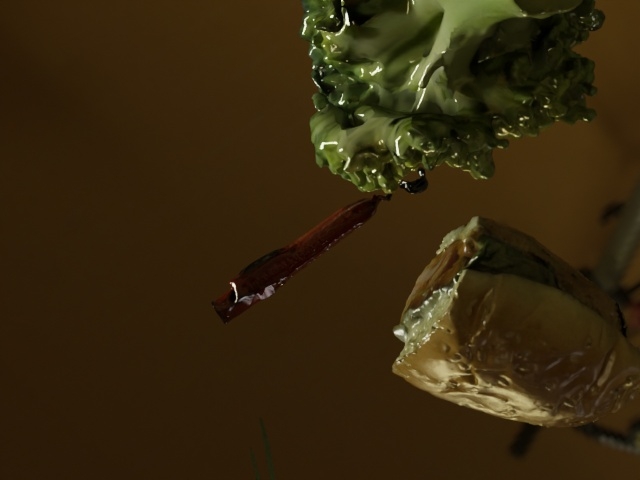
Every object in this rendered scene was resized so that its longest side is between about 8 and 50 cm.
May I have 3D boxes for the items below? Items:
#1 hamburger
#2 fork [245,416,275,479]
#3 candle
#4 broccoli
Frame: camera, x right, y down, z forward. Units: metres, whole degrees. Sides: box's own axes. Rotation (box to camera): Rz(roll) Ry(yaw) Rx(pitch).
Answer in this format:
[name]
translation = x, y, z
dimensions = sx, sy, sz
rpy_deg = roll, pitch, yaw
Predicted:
[hamburger]
translation = 0.170, 0.086, 1.382
dimensions = 0.207, 0.135, 0.155
rpy_deg = 33, 167, -9
[fork]
translation = 0.020, 0.153, 0.657
dimensions = 0.235, 0.021, 0.039
rpy_deg = 58, -148, -36
[candle]
translation = 0.000, 0.000, 1.151
dimensions = 0.026, 0.167, 0.021
rpy_deg = 56, 179, -25
[broccoli]
translation = 0.081, -0.161, 1.055
dimensions = 0.247, 0.263, 0.243
rpy_deg = 53, 169, -13
